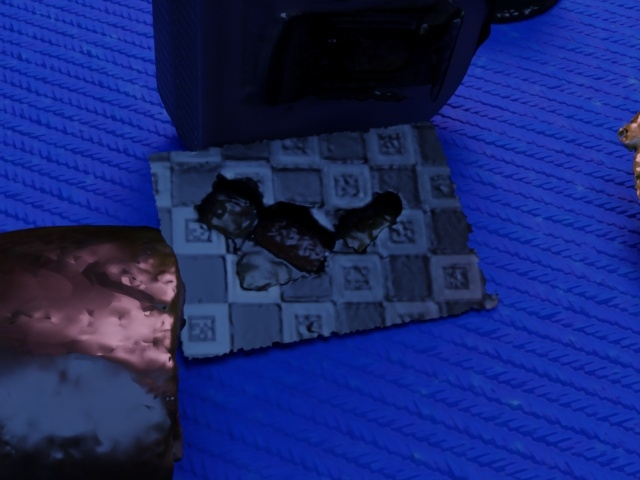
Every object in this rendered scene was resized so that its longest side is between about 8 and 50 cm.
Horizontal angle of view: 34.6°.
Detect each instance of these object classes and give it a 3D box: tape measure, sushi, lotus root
[{"bbox_3d":[0.013,-0.170,0.652,0.231,0.271,0.133,-18,49,-19],"label":"tape measure"},{"bbox_3d":[0.000,0.000,0.650,0.201,0.031,0.139,-8,67,-14],"label":"sushi"},{"bbox_3d":[-0.131,0.074,0.511,0.119,0.138,0.235,2,39,-16],"label":"lotus root"}]

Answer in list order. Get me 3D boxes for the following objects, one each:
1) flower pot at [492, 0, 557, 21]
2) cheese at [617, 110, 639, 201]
[{"bbox_3d":[0.142,-0.275,0.886,0.157,0.107,0.157,1,43,-1],"label":"flower pot"},{"bbox_3d":[0.300,-0.003,0.655,0.250,0.064,0.156,40,56,19],"label":"cheese"}]
